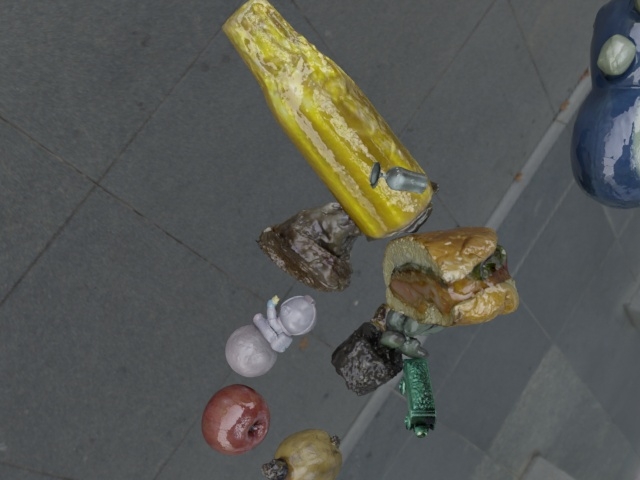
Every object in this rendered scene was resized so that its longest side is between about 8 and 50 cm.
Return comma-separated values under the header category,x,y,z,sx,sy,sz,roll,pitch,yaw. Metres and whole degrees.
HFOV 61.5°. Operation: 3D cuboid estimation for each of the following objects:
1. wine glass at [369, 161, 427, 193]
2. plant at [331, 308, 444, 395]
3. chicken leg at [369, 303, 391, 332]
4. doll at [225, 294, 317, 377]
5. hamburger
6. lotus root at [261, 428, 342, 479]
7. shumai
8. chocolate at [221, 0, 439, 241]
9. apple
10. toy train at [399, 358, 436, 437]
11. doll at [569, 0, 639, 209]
category,x,y,z,sx,sy,sz,roll,pitch,yaw
wine glass,0.115,-0.087,0.786,0.083,0.042,0.039,11,130,-20
plant,0.164,0.237,1.238,0.275,0.146,0.149,-37,90,8
chicken leg,0.204,0.283,1.666,0.070,0.093,0.178,45,33,-71
doll,-0.124,0.251,1.451,0.287,0.151,0.151,-38,132,14
hamburger,0.249,0.055,0.981,0.209,0.330,0.162,-10,87,-13
lotus root,-0.056,0.674,1.628,0.310,0.183,0.182,11,100,-55
shumai,0.003,0.003,1.233,0.185,0.218,0.183,-46,125,-25
chocolate,0.021,-0.197,0.883,0.162,0.162,0.445,-48,118,-13
apple,-0.181,0.396,1.186,0.153,0.120,0.153,-14,109,-44
toy train,0.212,0.336,1.167,0.070,0.172,0.099,0,126,1
doll,0.378,-0.162,0.625,0.228,0.154,0.258,-9,104,-32
